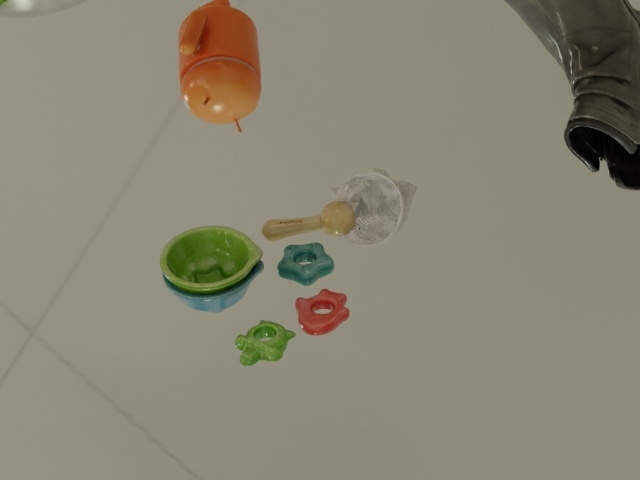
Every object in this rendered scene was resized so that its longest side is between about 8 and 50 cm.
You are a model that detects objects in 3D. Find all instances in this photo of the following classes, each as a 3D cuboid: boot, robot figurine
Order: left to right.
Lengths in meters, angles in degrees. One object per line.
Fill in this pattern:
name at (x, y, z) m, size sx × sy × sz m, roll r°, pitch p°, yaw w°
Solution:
robot figurine at (-0.157, -0.271, 1.600) m, size 0.128 × 0.219 × 0.158 m, roll 0°, pitch 147°, yaw -11°
boot at (0.318, -0.218, 1.262) m, size 0.338 × 0.222 × 0.118 m, roll 28°, pitch 147°, yaw -23°

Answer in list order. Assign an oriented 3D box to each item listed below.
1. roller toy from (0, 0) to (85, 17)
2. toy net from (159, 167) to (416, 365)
roller toy at (-0.253, -0.296, 0.851) m, size 0.146 × 0.191 × 0.209 m, roll 93°, pitch 153°, yaw -56°
toy net at (0.000, 0.000, 0.769) m, size 0.122 × 0.232 × 0.045 m, roll 30°, pitch 138°, yaw 36°
